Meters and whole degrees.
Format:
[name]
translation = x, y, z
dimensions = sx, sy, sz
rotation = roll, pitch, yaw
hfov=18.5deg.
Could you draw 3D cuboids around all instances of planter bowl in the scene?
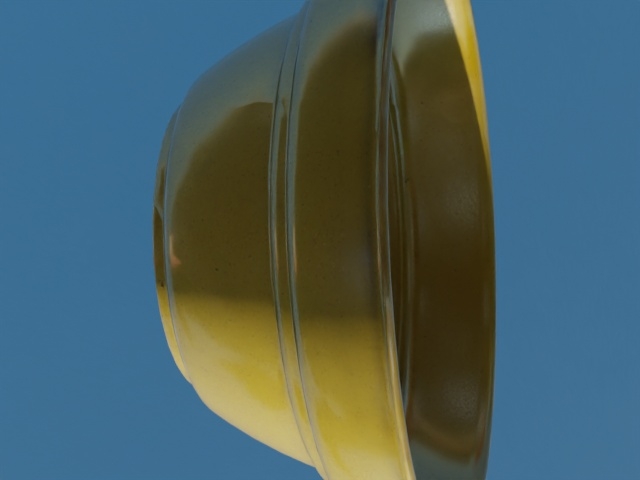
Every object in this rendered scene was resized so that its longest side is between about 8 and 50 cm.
[planter bowl]
translation = 0.000, 0.000, 0.656
dimensions = 0.090, 0.217, 0.217
rotation = -3, -99, 13
